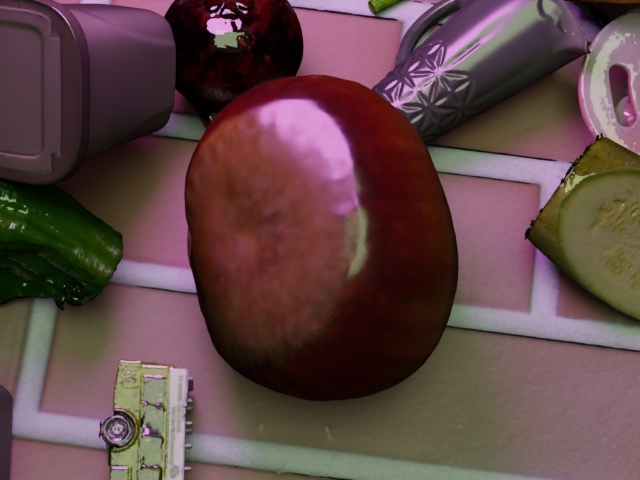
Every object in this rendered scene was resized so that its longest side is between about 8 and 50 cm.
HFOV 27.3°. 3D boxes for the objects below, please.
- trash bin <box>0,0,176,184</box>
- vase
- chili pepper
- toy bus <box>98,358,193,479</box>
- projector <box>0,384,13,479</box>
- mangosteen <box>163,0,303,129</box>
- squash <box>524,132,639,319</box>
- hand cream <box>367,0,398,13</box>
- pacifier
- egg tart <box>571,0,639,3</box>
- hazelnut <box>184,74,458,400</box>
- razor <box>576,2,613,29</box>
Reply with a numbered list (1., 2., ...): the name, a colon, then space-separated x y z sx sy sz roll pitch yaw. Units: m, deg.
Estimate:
1. trash bin: -0.314 -0.202 1.634 0.219 0.250 0.220 12 108 24
2. vase: 0.187 -0.238 1.814 0.301 0.156 0.251 -36 46 -3
3. chili pepper: -0.443 -0.039 1.681 0.385 0.213 0.167 26 70 -12
4. toy bus: -0.208 0.306 1.651 0.139 0.113 0.302 1 72 -6
5. projector: -0.469 0.278 1.612 0.163 0.177 0.242 0 74 0
6. mangosteen: -0.121 -0.259 1.779 0.210 0.210 0.210 1 73 -2
7. squash: 0.420 0.003 1.721 0.260 0.189 0.189 39 76 12
8. hand cream: 0.124 -0.367 1.911 0.122 0.023 0.036 -31 76 -15
9. pacifier: 0.518 -0.212 1.781 0.332 0.273 0.220 -7 45 -5
10. egg tart: 0.397 -0.389 1.813 0.319 0.319 0.128 2 100 -2
11. hazelnut: 0.000 0.000 1.646 0.359 0.359 0.409 -7 69 -4
12. razor: 0.374 -0.343 1.909 0.154 0.028 0.044 40 75 10
